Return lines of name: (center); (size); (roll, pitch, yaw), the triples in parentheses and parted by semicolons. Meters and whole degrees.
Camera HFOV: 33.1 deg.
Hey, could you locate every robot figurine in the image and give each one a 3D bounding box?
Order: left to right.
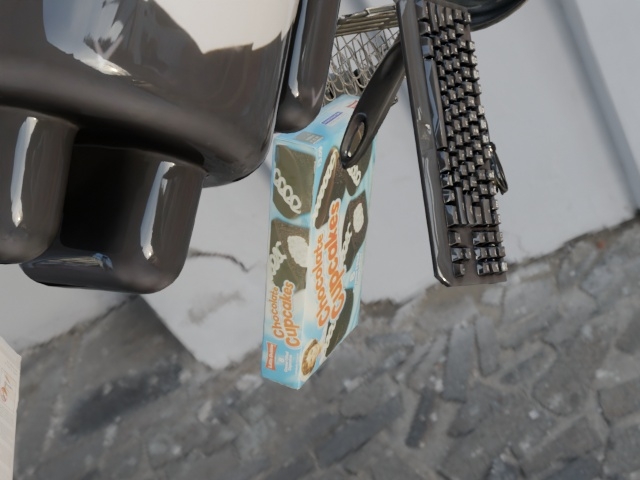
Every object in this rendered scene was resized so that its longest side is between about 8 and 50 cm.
robot figurine: (-0.088, -0.122, 0.433); (0.173, 0.209, 0.278); (9, 82, 8)

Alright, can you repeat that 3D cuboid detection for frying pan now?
frying pan: (0.120, -0.209, 0.911); (0.197, 0.053, 0.326); (14, 103, 40)

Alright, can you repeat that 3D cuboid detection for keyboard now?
keyboard: (0.091, -0.062, 0.679); (0.023, 0.108, 0.180); (-10, 84, 32)

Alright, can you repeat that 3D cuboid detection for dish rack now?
dish rack: (0.056, -0.236, 1.434); (0.208, 0.074, 0.271); (-17, -8, -30)

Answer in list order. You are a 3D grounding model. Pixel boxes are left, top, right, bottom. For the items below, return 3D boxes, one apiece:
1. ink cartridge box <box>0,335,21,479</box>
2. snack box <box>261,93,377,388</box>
ink cartridge box: (-0.399, 0.187, 1.195); (0.056, 0.181, 0.225); (-15, 52, 6)
snack box: (0.000, 0.000, 1.329); (0.060, 0.322, 0.187); (16, 29, 21)
